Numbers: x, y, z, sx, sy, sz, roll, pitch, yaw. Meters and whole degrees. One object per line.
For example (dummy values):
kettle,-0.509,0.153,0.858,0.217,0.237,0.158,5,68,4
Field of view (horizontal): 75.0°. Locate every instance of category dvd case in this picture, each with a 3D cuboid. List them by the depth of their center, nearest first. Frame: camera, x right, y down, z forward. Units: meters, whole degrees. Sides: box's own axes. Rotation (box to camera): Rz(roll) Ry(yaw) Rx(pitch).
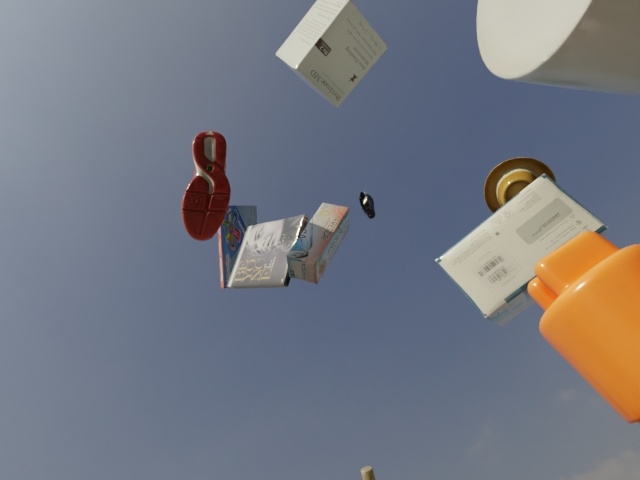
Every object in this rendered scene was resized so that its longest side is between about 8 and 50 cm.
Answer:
dvd case,-0.125,0.029,0.945,0.018,0.164,0.221,32,-26,-36

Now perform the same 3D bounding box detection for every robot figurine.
robot figurine,0.289,0.091,0.360,0.128,0.219,0.158,-6,-44,-36

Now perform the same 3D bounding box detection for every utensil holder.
utensil holder,0.493,-0.386,0.633,0.387,0.327,0.327,0,-58,-11

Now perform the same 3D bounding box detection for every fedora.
fedora,0.534,-0.122,1.115,0.195,0.079,0.194,10,-58,16

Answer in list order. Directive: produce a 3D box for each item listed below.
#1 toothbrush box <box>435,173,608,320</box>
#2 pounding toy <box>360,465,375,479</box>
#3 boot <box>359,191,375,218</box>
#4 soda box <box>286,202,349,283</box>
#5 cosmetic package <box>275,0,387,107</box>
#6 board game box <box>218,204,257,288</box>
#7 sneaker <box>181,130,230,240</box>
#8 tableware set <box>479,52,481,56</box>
toothbrush box,0.360,0.039,0.754,0.216,0.126,0.296,-41,-27,12
pounding toy,0.120,0.376,0.450,0.110,0.237,0.182,-16,-90,-41
boot,0.169,-0.147,1.555,0.045,0.121,0.099,-20,-35,15
soda box,0.000,0.000,0.825,0.063,0.183,0.058,12,-49,19
cosmetic package,0.023,-0.452,0.995,0.151,0.151,0.183,31,-75,-39
board game box,-0.285,0.018,1.454,0.145,0.027,0.280,-5,-85,-42
sneaker,-0.210,-0.088,0.812,0.087,0.220,0.128,5,-21,-4
tableware set,0.421,-0.448,0.906,0.104,0.024,0.154,28,-33,6
